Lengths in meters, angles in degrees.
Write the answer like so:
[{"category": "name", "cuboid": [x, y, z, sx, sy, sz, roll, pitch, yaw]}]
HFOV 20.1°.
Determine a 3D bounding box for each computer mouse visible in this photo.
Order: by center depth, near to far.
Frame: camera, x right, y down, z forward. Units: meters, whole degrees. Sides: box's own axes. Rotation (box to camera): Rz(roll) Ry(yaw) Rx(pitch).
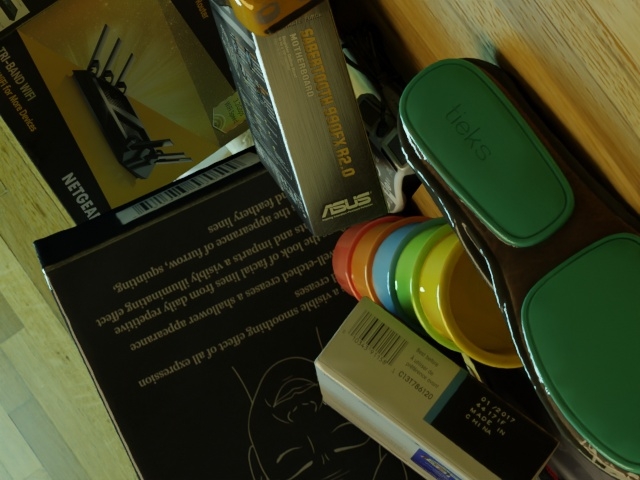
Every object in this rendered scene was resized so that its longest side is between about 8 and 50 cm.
[{"category": "computer mouse", "cuboid": [0.052, -0.078, 1.277, 0.106, 0.042, 0.193, 49, 167, 12]}]

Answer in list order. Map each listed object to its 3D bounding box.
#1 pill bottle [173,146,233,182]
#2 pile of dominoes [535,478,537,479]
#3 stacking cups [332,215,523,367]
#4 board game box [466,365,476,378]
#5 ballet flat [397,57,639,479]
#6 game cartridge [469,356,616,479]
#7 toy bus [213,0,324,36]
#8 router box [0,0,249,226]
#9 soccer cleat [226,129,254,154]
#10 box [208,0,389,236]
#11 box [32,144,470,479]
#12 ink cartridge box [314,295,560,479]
[{"category": "pill bottle", "cuboid": [-0.132, -0.084, 2.311, 0.112, 0.112, 0.186, 51, 172, 32]}, {"category": "pile of dominoes", "cuboid": [0.231, 0.324, 1.713, 0.251, 0.040, 0.196, 15, -118, -76]}, {"category": "stacking cups", "cuboid": [0.073, 0.029, 1.251, 0.096, 0.096, 0.316, 56, 167, -10]}, {"category": "board game box", "cuboid": [0.138, 0.150, 1.891, 0.103, 0.026, 0.154, 58, 173, -27]}, {"category": "ballet flat", "cuboid": [0.135, 0.016, 0.959, 0.280, 0.095, 0.096, 63, -171, 30]}, {"category": "game cartridge", "cuboid": [0.215, 0.178, 1.317, 0.355, 0.068, 0.230, 48, 167, 48]}, {"category": "toy bus", "cuboid": [-0.089, -0.276, 0.983, 0.332, 0.108, 0.130, 54, 172, 17]}, {"category": "router box", "cuboid": [-0.187, -0.166, 1.677, 0.081, 0.243, 0.309, 51, 173, 32]}, {"category": "soccer cleat", "cuboid": [-0.088, -0.128, 1.988, 0.076, 0.068, 0.196, 40, 172, 49]}, {"category": "box", "cuboid": [-0.025, -0.121, 1.267, 0.231, 0.056, 0.183, -128, 20, -71]}, {"category": "box", "cuboid": [-0.037, 0.127, 1.595, 0.212, 0.293, 0.395, -153, 39, -78]}, {"category": "ink cartridge box", "cuboid": [0.078, 0.130, 1.327, 0.165, 0.065, 0.332, 36, 172, 5]}]
